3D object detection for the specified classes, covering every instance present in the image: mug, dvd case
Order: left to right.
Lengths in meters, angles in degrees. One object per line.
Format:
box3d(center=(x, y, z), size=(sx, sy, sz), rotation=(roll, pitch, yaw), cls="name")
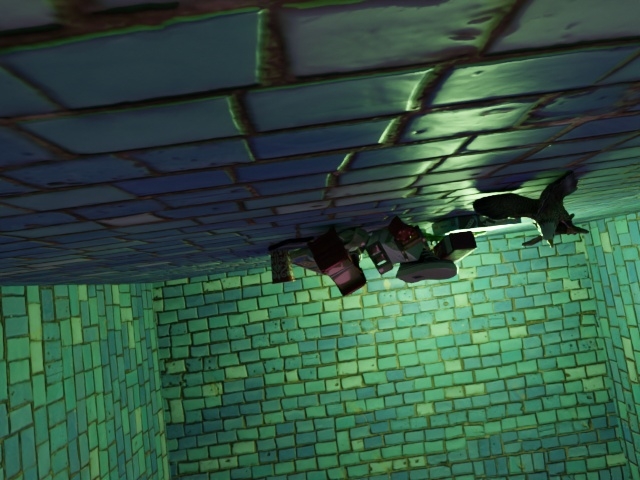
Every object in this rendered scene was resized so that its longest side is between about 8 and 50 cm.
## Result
box3d(center=(-0.189, 0.120, 2.026), size=(0.113, 0.169, 0.150), rotation=(-8, 175, -6), cls="mug")
box3d(center=(-0.104, 0.015, 1.824), size=(0.180, 0.022, 0.253), rotation=(-4, 174, -26), cls="dvd case")

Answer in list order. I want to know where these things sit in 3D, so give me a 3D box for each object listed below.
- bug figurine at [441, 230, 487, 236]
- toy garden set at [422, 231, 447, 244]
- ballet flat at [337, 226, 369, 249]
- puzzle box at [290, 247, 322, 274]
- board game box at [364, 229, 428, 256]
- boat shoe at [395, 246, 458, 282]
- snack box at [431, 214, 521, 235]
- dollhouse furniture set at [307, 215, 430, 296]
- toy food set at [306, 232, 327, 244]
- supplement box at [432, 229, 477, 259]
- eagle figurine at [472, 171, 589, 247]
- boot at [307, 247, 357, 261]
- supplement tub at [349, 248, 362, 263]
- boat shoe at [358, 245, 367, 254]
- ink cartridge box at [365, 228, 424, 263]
box3d(center=(0.775, -0.038, 2.293), size=(0.279, 0.072, 0.216), rotation=(-4, 173, -36), cls="bug figurine")
box3d(center=(0.433, -0.006, 1.928), size=(0.203, 0.049, 0.244), rotation=(-1, -173, -21), cls="toy garden set")
box3d(center=(0.097, -0.007, 1.664), size=(0.086, 0.086, 0.248), rotation=(-5, 172, -30), cls="ballet flat")
box3d(center=(-0.006, 0.115, 2.292), size=(0.272, 0.052, 0.409), rotation=(21, 164, -20), cls="puzzle box")
box3d(center=(0.384, 0.019, 2.198), size=(0.224, 0.098, 0.303), rotation=(-5, 173, -19), cls="board game box")
box3d(center=(0.451, 0.081, 1.789), size=(0.127, 0.158, 0.340), rotation=(24, 160, -24), cls="boat shoe")
box3d(center=(0.673, -0.073, 1.818), size=(0.321, 0.060, 0.187), rotation=(-6, 176, -17), cls="snack box")
box3d(center=(0.172, 0.018, 1.491), size=(0.374, 0.152, 0.201), rotation=(-31, 136, 6), cls="dollhouse furniture set")
box3d(center=(0.000, 0.000, 1.687), size=(0.077, 0.019, 0.122), rotation=(-6, 162, -25), cls="toy food set")
box3d(center=(0.563, 0.030, 1.772), size=(0.104, 0.081, 0.188), rotation=(-6, 161, -10), cls="supplement box")
box3d(center=(0.601, -0.086, 1.152), size=(0.298, 0.225, 0.226), rotation=(29, 111, -29), cls="eagle figurine")
box3d(center=(0.040, 0.027, 1.893), size=(0.258, 0.095, 0.123), rotation=(-18, 166, 18), cls="boot")
box3d(center=(0.140, 0.066, 2.015), size=(0.106, 0.106, 0.198), rotation=(-8, -167, -2), cls="supplement tub")
box3d(center=(0.178, 0.046, 2.191), size=(0.114, 0.091, 0.302), rotation=(-4, 174, -35), cls="boat shoe")
box3d(center=(0.320, 0.024, 1.826), size=(0.154, 0.093, 0.212), rotation=(31, 159, -16), cls="ink cartridge box")
